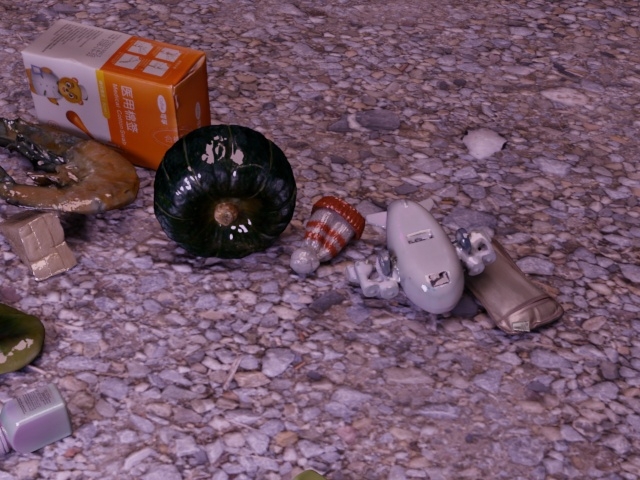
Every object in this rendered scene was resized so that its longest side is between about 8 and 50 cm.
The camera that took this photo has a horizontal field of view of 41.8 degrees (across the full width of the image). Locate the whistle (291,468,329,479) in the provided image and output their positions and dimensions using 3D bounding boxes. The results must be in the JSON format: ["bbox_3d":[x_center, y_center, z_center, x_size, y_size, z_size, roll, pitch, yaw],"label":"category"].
[{"bbox_3d":[0.062,0.395,1.054,0.131,0.106,0.288,-20,48,-34],"label":"whistle"}]

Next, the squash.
[{"bbox_3d":[-0.164,-0.083,1.459,0.252,0.252,0.165,-3,49,-8],"label":"squash"}]

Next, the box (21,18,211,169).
[{"bbox_3d":[-0.396,-0.286,1.684,0.341,0.225,0.143,15,45,13],"label":"box"}]

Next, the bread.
[{"bbox_3d":[-0.510,0.005,1.501,0.077,0.105,0.152,-27,19,-29],"label":"bread"}]

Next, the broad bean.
[{"bbox_3d":[-0.539,0.147,1.318,0.206,0.072,0.153,9,43,-12],"label":"broad bean"}]

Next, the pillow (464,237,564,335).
[{"bbox_3d":[0.315,0.077,1.479,0.130,0.038,0.233,-22,47,-21],"label":"pillow"}]

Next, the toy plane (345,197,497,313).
[{"bbox_3d":[0.172,0.023,1.463,0.267,0.123,0.267,-5,44,5],"label":"toy plane"}]

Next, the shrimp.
[{"bbox_3d":[-0.552,-0.147,1.598,0.445,0.085,0.272,27,34,25],"label":"shrimp"}]

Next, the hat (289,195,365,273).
[{"bbox_3d":[0.000,0.000,1.520,0.112,0.093,0.162,19,61,29],"label":"hat"}]

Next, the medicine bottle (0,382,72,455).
[{"bbox_3d":[-0.418,0.261,1.186,0.118,0.074,0.055,-23,49,-26],"label":"medicine bottle"}]
